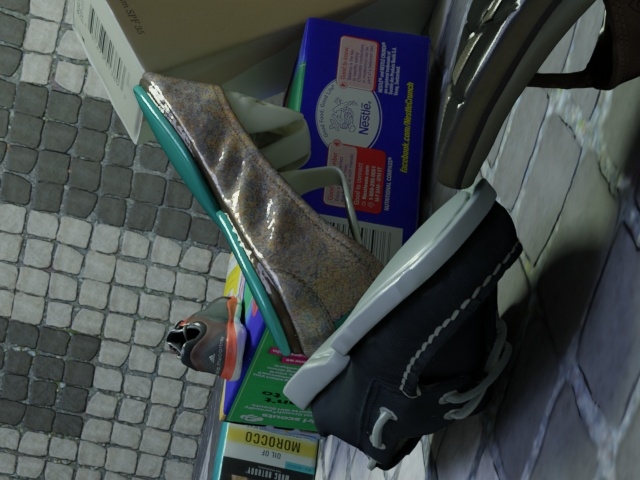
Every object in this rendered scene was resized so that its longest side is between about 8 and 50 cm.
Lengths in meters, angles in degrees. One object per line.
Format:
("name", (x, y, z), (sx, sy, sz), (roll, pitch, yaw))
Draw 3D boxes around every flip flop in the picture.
("flip flop", (0.128, -0.116, 0.512), (0.277, 0.080, 0.112), (-54, 13, 35))

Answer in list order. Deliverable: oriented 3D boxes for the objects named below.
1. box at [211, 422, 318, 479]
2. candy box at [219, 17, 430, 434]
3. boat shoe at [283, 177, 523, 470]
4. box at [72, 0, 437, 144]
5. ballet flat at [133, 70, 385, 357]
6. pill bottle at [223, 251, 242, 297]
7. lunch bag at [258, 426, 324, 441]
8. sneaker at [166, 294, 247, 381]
("box", (-0.058, 0.230, 1.315), (0.060, 0.100, 0.244), (111, 169, -50))
("candy box", (0.000, 0.000, 1.153), (0.317, 0.122, 0.268), (111, 167, -61))
("boat shoe", (0.059, 0.059, 0.697), (0.114, 0.091, 0.302), (-45, -6, -17))
("box", (-0.056, -0.220, 1.157), (0.148, 0.311, 0.121), (59, 156, 17))
("ballet flat", (-0.041, -0.039, 0.944), (0.316, 0.106, 0.108), (56, 170, 39))
("pill bottle", (-0.061, 0.059, 1.592), (0.208, 0.119, 0.119), (-86, 10, -53))
("lunch bag", (-0.023, 0.158, 1.280), (0.053, 0.071, 0.083), (103, 178, -62))
("sneaker", (-0.104, 0.080, 1.116), (0.158, 0.064, 0.061), (-142, 59, -78))
